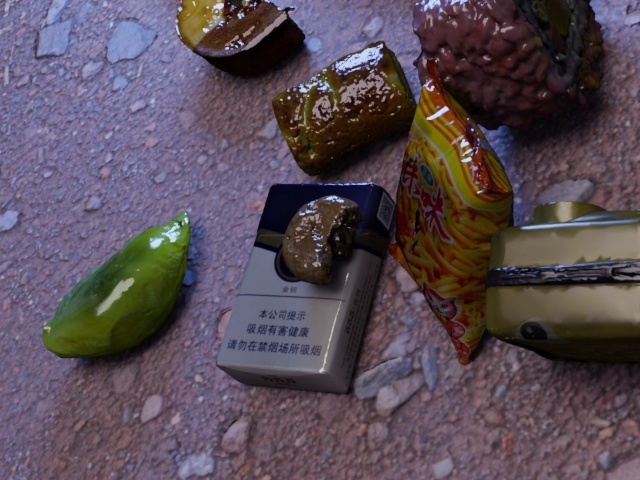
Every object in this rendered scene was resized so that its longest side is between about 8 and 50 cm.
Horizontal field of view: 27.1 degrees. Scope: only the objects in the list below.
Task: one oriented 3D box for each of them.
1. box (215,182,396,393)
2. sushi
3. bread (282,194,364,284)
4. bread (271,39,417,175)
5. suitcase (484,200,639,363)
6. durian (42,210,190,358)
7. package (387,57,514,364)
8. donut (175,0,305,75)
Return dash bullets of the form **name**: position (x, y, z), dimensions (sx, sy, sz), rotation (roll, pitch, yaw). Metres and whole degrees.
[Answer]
- **box**: position (-0.015, 0.053, 1.634), dimensions (0.168, 0.071, 0.259), rotation (0, 64, 31)
- **sushi**: position (0.209, -0.269, 1.578), dimensions (0.171, 0.236, 0.270), rotation (-23, 37, 36)
- **bread**: position (0.000, 0.000, 1.571), dimensions (0.082, 0.060, 0.113), rotation (17, 70, 35)
- **bread**: position (0.032, -0.173, 1.719), dimensions (0.172, 0.103, 0.132), rotation (-26, 59, 12)
- **suitcase**: position (0.295, 0.046, 1.361), dimensions (0.235, 0.194, 0.143), rotation (-3, 75, 31)
- **durian**: position (-0.260, 0.066, 1.759), dimensions (0.250, 0.101, 0.139), rotation (-41, 49, 4)
- **package**: position (0.151, -0.032, 1.495), dimensions (0.108, 0.288, 0.223), rotation (-7, 44, -19)
- **donut**: position (-0.121, -0.306, 1.906), dimensions (0.141, 0.085, 0.217), rotation (-45, 48, 2)
